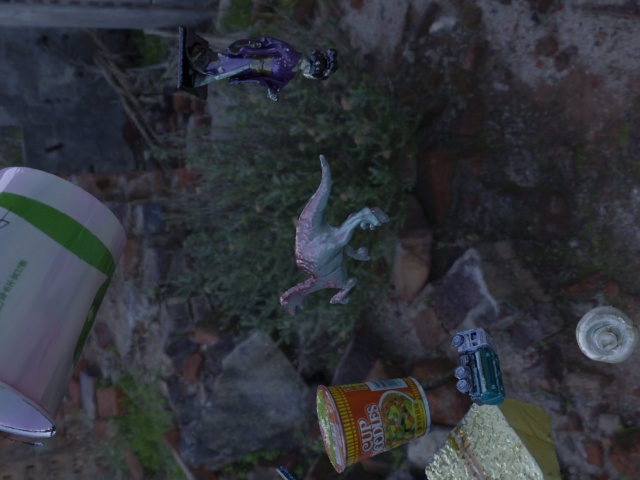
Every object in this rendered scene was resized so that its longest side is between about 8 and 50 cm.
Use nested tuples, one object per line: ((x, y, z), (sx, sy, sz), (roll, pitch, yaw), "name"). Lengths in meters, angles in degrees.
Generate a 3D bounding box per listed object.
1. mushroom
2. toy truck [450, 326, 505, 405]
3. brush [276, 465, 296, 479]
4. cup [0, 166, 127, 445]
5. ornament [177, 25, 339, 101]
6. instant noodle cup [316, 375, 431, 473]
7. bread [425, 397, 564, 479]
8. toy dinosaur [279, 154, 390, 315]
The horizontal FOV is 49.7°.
((0.408, 0.135, 0.984), (0.083, 0.067, 0.084), (1, 93, 22), "mushroom")
((0.164, 0.130, 0.712), (0.044, 0.039, 0.083), (-25, 43, 28), "toy truck")
((-0.031, 0.355, 0.986), (0.083, 0.013, 0.016), (45, 164, 16), "brush")
((-0.382, 0.070, 0.841), (0.253, 0.253, 0.274), (125, 166, -56), "cup")
((-0.079, -0.215, 0.879), (0.088, 0.203, 0.081), (-7, -74, -77), "ornament")
((0.117, 0.382, 1.497), (0.193, 0.212, 0.193), (170, 90, -74), "instant noodle cup")
((0.379, 0.486, 1.384), (0.263, 0.198, 0.236), (-60, 31, 24), "bread")
((0.000, 0.000, 0.793), (0.242, 0.167, 0.053), (61, -173, -55), "toy dinosaur")
